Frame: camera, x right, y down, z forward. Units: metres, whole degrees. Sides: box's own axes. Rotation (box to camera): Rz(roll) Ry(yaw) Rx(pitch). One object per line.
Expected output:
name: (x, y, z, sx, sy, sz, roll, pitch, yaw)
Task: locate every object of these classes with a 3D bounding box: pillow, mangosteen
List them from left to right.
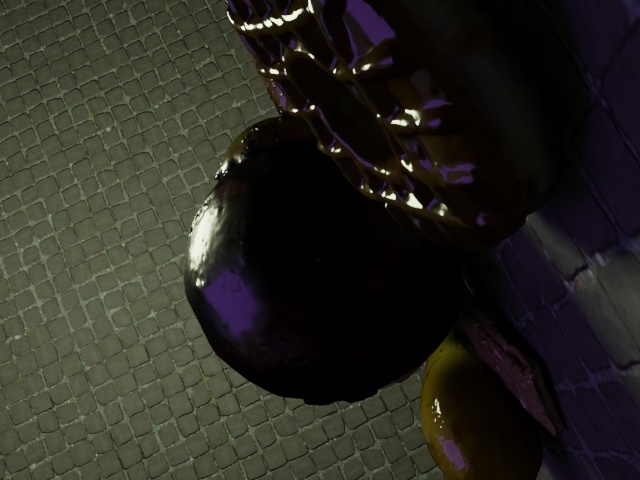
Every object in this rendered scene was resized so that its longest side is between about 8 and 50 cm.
mangosteen: (-0.007, 0.023, 1.002, 0.381, 0.381, 0.421, 65, 177, -39)
pillow: (0.241, 0.150, 0.967, 0.126, 0.043, 0.232, 59, 178, -32)

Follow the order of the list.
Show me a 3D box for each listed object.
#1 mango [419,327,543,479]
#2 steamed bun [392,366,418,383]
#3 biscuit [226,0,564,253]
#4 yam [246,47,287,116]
mango: (0.224, 0.258, 1.109, 0.329, 0.176, 0.176, -123, 52, -75)
steamed bun: (0.105, 0.132, 1.330, 0.309, 0.309, 0.309, 64, 178, 4)
biscuit: (0.048, -0.127, 0.579, 0.332, 0.103, 0.332, 45, 172, 8)
yam: (-0.027, -0.273, 1.362, 0.279, 0.131, 0.131, 62, 179, -18)
